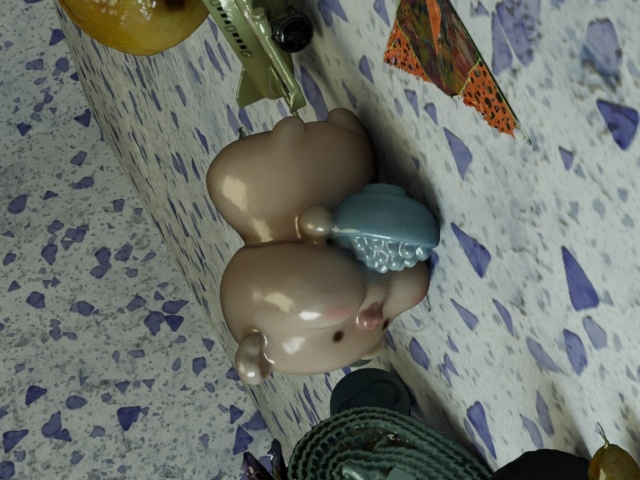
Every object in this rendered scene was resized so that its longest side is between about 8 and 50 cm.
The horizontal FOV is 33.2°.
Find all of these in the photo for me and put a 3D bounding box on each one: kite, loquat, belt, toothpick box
[{"bbox_3d":[0.083,-0.159,0.794,0.222,0.008,0.125,44,153,56],"label":"kite"},{"bbox_3d":[-0.219,-0.326,1.236,0.238,0.193,0.238,59,172,13],"label":"loquat"},{"bbox_3d":[0.074,0.299,1.177,0.295,0.206,0.160,38,154,36],"label":"belt"},{"bbox_3d":[0.065,0.241,1.370,0.101,0.101,0.153,56,166,32],"label":"toothpick box"}]

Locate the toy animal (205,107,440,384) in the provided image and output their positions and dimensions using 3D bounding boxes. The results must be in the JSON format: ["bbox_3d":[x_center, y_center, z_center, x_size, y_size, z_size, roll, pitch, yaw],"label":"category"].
[{"bbox_3d":[-0.015,0.001,1.025,0.221,0.210,0.229,49,127,26],"label":"toy animal"}]

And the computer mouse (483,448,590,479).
[{"bbox_3d":[0.190,0.295,0.914,0.086,0.137,0.270,10,126,62],"label":"computer mouse"}]

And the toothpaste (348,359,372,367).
[{"bbox_3d":[0.027,0.042,1.281,0.089,0.057,0.234,-120,18,-60],"label":"toothpaste"}]

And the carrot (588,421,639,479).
[{"bbox_3d":[0.241,0.255,0.808,0.078,0.078,0.298,35,144,64],"label":"carrot"}]

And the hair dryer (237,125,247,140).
[{"bbox_3d":[-0.069,-0.007,1.433,0.173,0.107,0.357,57,-169,-65],"label":"hair dryer"}]

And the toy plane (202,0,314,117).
[{"bbox_3d":[-0.072,-0.230,1.032,0.242,0.104,0.256,-120,14,-47],"label":"toy plane"}]
